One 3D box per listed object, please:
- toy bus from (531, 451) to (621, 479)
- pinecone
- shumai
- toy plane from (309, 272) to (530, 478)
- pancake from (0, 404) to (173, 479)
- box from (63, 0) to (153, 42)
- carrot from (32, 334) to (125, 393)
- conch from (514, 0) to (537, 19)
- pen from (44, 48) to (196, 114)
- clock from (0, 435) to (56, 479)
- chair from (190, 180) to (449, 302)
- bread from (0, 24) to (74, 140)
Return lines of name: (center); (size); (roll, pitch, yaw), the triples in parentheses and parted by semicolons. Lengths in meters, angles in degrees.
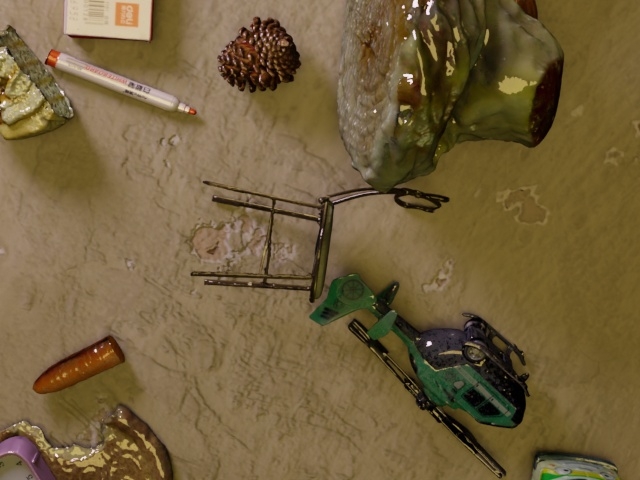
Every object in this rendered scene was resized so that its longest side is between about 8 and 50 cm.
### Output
toy bus: (0.358, 0.462, 1.722); (0.133, 0.165, 0.276); (7, 101, -3)
pinecone: (-0.087, -0.248, 1.614); (0.109, 0.102, 0.102); (-14, 101, 11)
shumai: (0.176, -0.222, 1.555); (0.263, 0.304, 0.309); (7, 128, -16)
toy plane: (0.167, 0.171, 1.701); (0.381, 0.106, 0.155); (40, 110, -13)
pancake: (-0.363, 0.361, 1.759); (0.288, 0.033, 0.286); (32, 99, -6)
box: (-0.280, -0.385, 1.608); (0.123, 0.050, 0.229); (3, 100, -3)
carrot: (-0.352, 0.182, 1.719); (0.139, 0.048, 0.048); (-25, 100, 7)
conch: (0.257, -0.318, 1.611); (0.080, 0.086, 0.233); (0, 104, -36)
pen: (-0.274, -0.214, 1.652); (0.218, 0.026, 0.026); (21, 100, -5)
clock: (-0.436, 0.367, 1.718); (0.110, 0.050, 0.153); (-29, 99, 4)
chair: (0.000, 0.000, 1.615); (0.325, 0.160, 0.170); (7, 82, 1)
bread: (-0.422, -0.202, 1.622); (0.110, 0.103, 0.156); (-33, 94, 17)
